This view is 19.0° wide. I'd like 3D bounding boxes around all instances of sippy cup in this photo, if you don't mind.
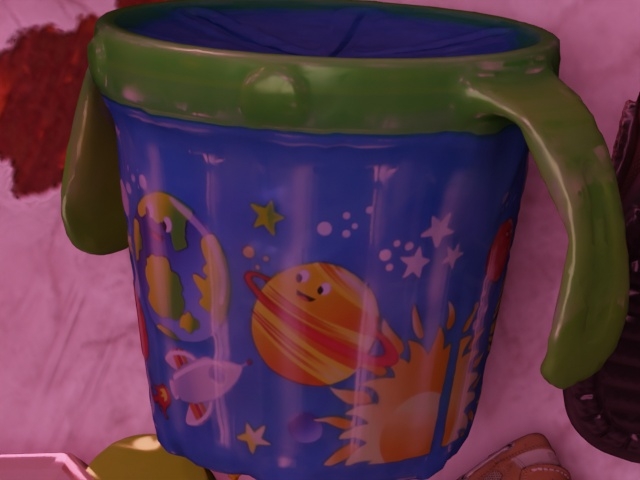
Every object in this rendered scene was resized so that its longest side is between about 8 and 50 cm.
[{"bbox_3d":[0.000,0.000,0.976,0.240,0.305,0.224,-1,104,-13],"label":"sippy cup"}]

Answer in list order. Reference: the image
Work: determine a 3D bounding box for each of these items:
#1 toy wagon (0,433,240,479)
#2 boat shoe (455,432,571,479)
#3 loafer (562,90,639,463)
[{"bbox_3d":[-0.168,0.226,1.065,0.344,0.068,0.267,-43,63,-5],"label":"toy wagon"},{"bbox_3d":[0.056,0.168,1.044,0.190,0.068,0.072,-31,49,19],"label":"boat shoe"},{"bbox_3d":[0.219,-0.055,0.962,0.134,0.130,0.365,17,111,-3],"label":"loafer"}]
